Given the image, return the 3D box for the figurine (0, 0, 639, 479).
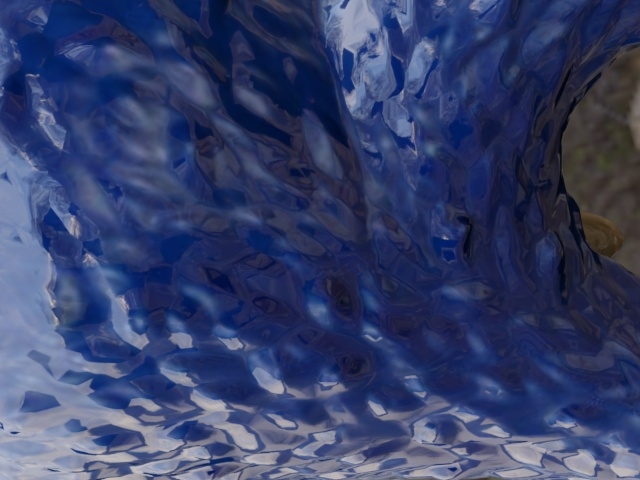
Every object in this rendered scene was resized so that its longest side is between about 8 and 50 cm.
[{"bbox_3d":[-0.007,0.004,0.366,0.120,0.262,0.164,-77,-5,-46],"label":"figurine"}]
